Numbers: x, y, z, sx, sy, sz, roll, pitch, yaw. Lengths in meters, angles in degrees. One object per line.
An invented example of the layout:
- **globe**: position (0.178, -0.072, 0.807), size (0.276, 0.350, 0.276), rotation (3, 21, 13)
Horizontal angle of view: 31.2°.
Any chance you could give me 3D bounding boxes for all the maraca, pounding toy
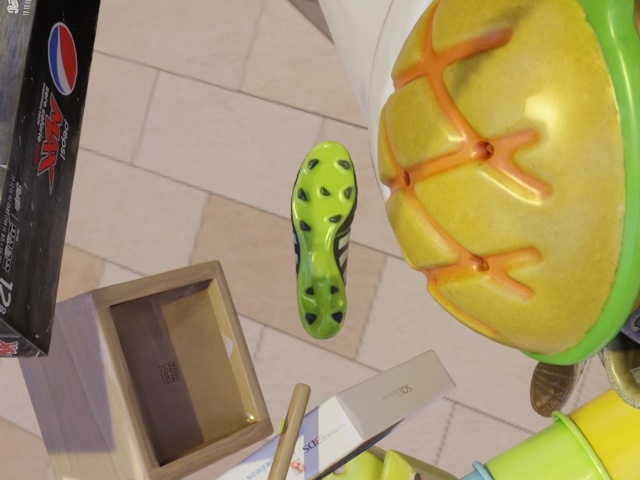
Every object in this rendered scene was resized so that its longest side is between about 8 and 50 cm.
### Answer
- **maraca**: position (0.070, -0.047, 0.376), size (0.127, 0.099, 0.185), rotation (-139, 42, -55)
- **pounding toy**: position (-0.092, 0.127, 0.778), size (0.094, 0.181, 0.206), rotation (-19, 88, 35)

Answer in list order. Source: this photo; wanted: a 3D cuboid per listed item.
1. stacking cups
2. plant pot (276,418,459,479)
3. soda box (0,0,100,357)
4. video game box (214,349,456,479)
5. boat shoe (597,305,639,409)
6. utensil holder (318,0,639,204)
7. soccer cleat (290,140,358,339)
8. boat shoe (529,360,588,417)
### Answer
- **stacking cups**: position (0.098, 0.200, 0.739), size (0.316, 0.096, 0.096), rotation (-31, 71, -2)
- **plant pot**: position (0.058, 0.380, 1.528), size (0.207, 0.227, 0.228), rotation (3, 72, 35)
- **soda box**: position (-0.127, -0.042, 0.439), size (0.053, 0.060, 0.169), rotation (-1, 66, 11)
- **video game box**: position (0.000, 0.171, 0.954), size (0.187, 0.205, 0.048), rotation (-41, 77, 24)
- **boat shoe**: position (0.160, 0.044, 0.524), size (0.073, 0.223, 0.080), rotation (-46, 50, 0)
- **utensil holder**: position (0.151, -0.191, 0.719), size (0.327, 0.327, 0.385), rotation (-40, 38, 20)
- **soccer cleat**: position (0.000, 0.000, 1.041), size (0.060, 0.072, 0.179), rotation (3, 88, -5)
- **boat shoe**: position (0.260, 0.122, 1.196), size (0.050, 0.045, 0.135), rotation (31, 113, 34)
